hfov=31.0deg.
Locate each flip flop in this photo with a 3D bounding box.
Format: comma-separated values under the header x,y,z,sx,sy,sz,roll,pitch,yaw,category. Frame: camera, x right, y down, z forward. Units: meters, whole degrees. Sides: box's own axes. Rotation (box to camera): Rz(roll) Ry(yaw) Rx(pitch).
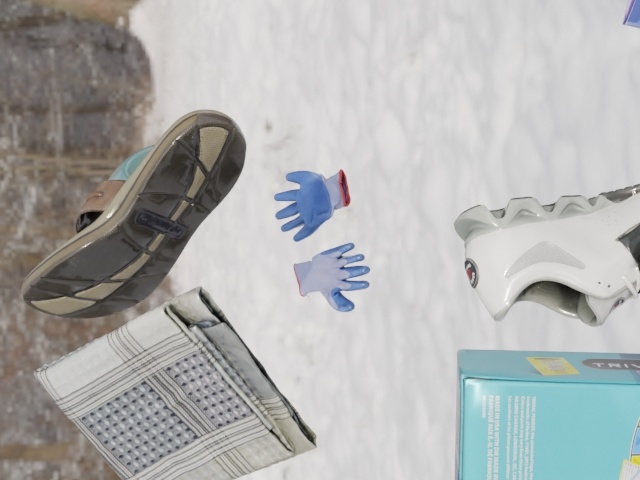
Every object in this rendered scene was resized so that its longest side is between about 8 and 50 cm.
x,y,z,sx,sy,sz,roll,pitch,yaw,category
-0.181,-0.027,1.113,0.277,0.112,0.080,-48,44,17,flip flop

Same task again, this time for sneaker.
x,y,z,sx,sy,sz,roll,pitch,yaw,category
0.322,0.022,1.267,0.122,0.331,0.146,88,172,-68,sneaker

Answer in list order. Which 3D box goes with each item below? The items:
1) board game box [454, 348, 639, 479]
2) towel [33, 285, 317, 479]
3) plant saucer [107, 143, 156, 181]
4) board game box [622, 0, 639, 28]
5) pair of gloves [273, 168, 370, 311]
x,y,z,sx,sy,sz,roll,pitch,yaw,category
0.260,0.209,0.794,0.079,0.336,0.253,-63,-26,-80,board game box
-0.212,0.247,1.681,0.312,0.324,0.056,55,-155,-17,towel
-0.245,-0.106,1.763,0.195,0.195,0.037,-97,-6,-55,plant saucer
0.411,-0.258,1.003,0.347,0.233,0.078,61,-135,-78,board game box
0.000,0.000,1.520,0.159,0.023,0.198,-15,87,54,pair of gloves
